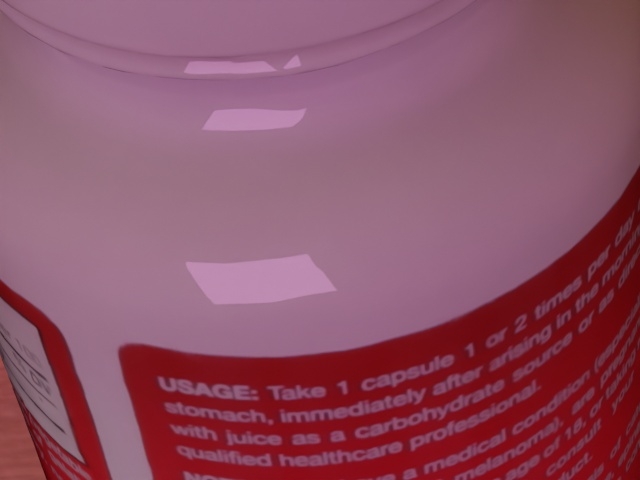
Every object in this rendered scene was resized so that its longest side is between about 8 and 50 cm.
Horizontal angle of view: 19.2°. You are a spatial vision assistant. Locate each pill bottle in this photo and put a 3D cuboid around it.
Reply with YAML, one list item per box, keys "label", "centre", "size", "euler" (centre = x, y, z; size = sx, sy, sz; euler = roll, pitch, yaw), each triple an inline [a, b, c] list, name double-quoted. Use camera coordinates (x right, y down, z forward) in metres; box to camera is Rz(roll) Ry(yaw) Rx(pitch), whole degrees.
- label: "pill bottle"
  centre: [0.000, 0.000, 0.642]
  size: [0.229, 0.229, 0.407]
  euler: [2, 138, 10]
